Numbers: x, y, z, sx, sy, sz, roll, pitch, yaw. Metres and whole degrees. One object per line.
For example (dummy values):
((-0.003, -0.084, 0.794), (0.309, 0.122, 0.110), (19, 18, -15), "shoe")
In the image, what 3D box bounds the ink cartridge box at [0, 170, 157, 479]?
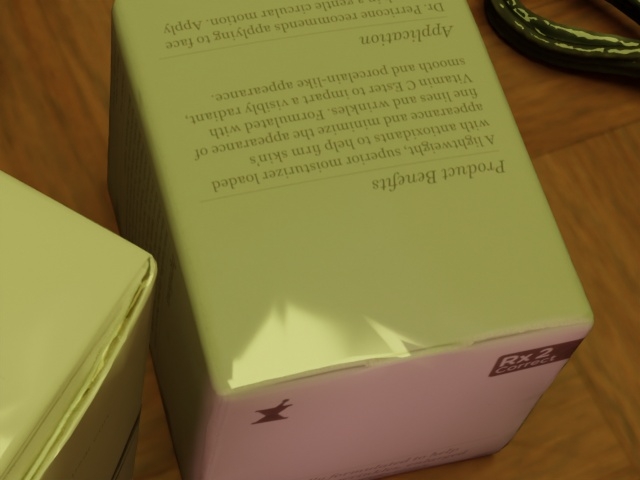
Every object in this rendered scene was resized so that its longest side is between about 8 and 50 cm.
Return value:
((-0.173, 0.062, 0.509), (0.207, 0.283, 0.117), (28, 62, 5), "ink cartridge box")

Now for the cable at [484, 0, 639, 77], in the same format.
((0.221, -0.083, 0.766), (0.287, 0.072, 0.139), (43, 84, 10), "cable")

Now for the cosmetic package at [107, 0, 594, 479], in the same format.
((0.000, 0.000, 0.648), (0.151, 0.151, 0.183), (-10, 65, -14), "cosmetic package")
